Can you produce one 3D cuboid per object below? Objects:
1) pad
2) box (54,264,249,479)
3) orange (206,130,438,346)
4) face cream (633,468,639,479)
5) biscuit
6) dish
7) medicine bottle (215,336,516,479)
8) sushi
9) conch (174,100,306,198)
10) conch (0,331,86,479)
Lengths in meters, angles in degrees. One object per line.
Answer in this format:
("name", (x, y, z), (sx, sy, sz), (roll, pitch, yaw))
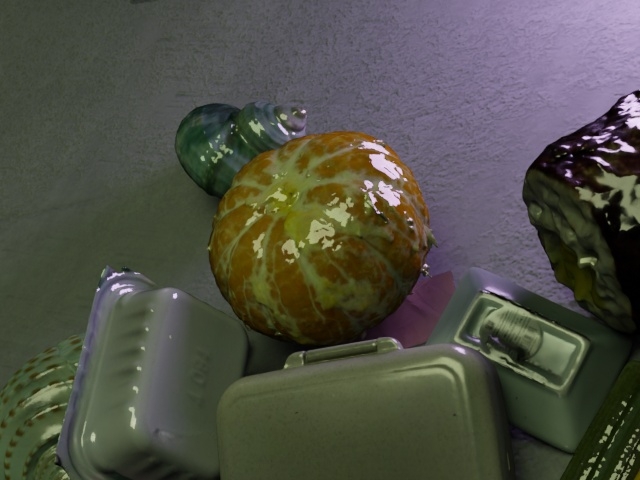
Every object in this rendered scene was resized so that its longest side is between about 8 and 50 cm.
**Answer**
("pad", (0.109, 0.112, 1.820), (0.188, 0.006, 0.113), (-18, 47, 14))
("box", (-0.194, 0.204, 1.701), (0.106, 0.264, 0.336), (-25, 45, 41))
("orange", (0.000, 0.000, 1.800), (0.329, 0.249, 0.329), (-22, 40, 20))
("face cream", (0.462, 0.209, 1.505), (0.078, 0.078, 0.273), (19, 65, 37))
("biscuit", (0.348, 0.282, 1.532), (0.099, 0.038, 0.322), (20, 67, 36))
("dish", (0.258, 0.138, 1.619), (0.243, 0.080, 0.182), (24, 70, 20))
("medicine bottle", (0.053, 0.271, 1.586), (0.375, 0.123, 0.282), (-12, 80, 24))
("sushi", (0.439, -0.037, 1.580), (0.294, 0.281, 0.299), (-27, 39, -3))
("conch", (-0.126, -0.150, 2.057), (0.277, 0.195, 0.220), (-27, 10, 40))
("conch", (-0.331, 0.240, 1.811), (0.303, 0.215, 0.319), (-17, 48, 0))
